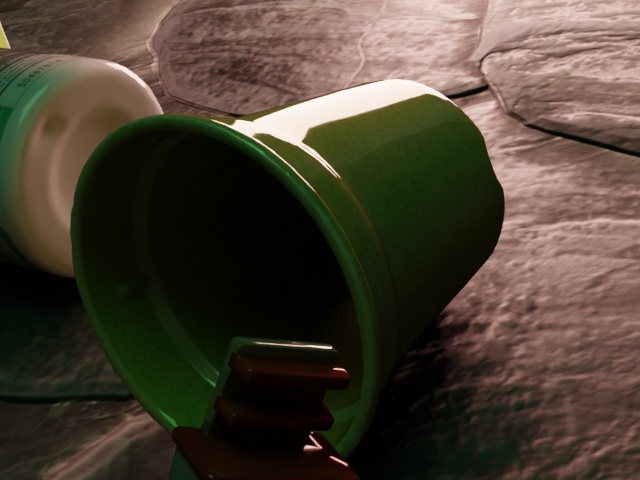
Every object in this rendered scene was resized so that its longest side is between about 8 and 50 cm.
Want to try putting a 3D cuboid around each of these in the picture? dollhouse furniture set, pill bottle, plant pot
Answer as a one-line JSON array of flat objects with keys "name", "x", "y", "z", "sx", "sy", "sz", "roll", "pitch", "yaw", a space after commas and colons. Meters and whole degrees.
[{"name": "dollhouse furniture set", "x": 0.012, "y": 0.174, "z": 0.671, "sx": 0.262, "sy": 0.135, "sz": 0.259, "roll": 8, "pitch": 24, "yaw": -34}, {"name": "pill bottle", "x": -0.339, "y": -0.090, "z": 1.310, "sx": 0.361, "sy": 0.204, "sz": 0.204, "roll": 12, "pitch": 41, "yaw": 36}, {"name": "plant pot", "x": 0.000, "y": 0.000, "z": 1.004, "sx": 0.276, "sy": 0.276, "sz": 0.254, "roll": 11, "pitch": 28, "yaw": 36}]

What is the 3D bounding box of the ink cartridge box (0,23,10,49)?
[{"name": "ink cartridge box", "x": -0.472, "y": -0.212, "z": 1.576, "sx": 0.097, "sy": 0.189, "sz": 0.255, "roll": -6, "pitch": 31, "yaw": 18}]
